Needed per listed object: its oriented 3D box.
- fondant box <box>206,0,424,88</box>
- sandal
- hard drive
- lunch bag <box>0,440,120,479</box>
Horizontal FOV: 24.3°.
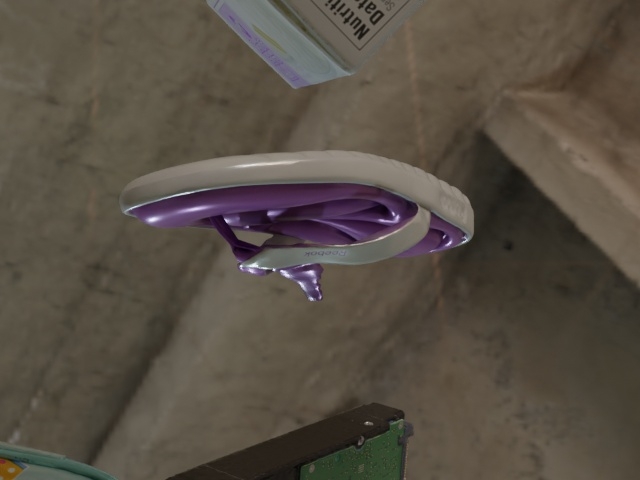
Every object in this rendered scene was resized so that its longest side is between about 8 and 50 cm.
[{"bbox_3d":[0.082,-0.226,0.761,0.330,0.096,0.238,-44,-172,-2],"label":"fondant box"},{"bbox_3d":[0.012,-0.004,1.238,0.169,0.416,0.102,-17,-104,36],"label":"sandal"},{"bbox_3d":[-0.035,0.306,1.445,0.064,0.339,0.237,15,-73,37],"label":"hard drive"},{"bbox_3d":[-0.216,0.207,0.720,0.279,0.108,0.224,10,-119,6],"label":"lunch bag"}]
